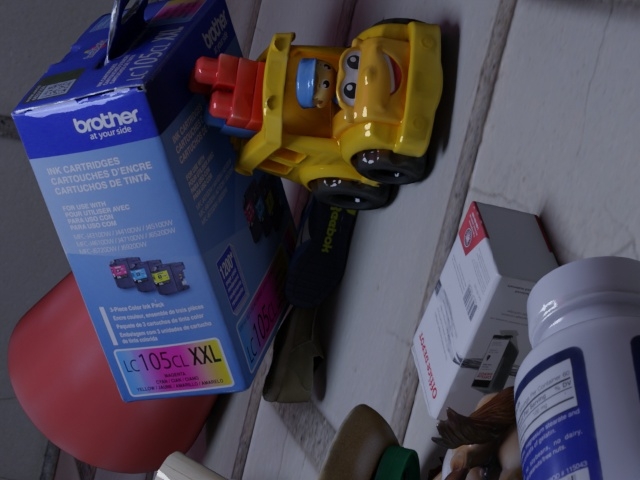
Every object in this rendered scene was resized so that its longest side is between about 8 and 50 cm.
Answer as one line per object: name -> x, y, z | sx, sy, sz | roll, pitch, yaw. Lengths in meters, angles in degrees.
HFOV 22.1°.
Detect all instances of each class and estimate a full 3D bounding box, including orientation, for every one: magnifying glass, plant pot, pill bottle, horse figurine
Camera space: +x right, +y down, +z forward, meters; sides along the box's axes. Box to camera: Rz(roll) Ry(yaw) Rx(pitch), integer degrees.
magnifying glass -> 0.052, 0.263, 1.254 | 0.092, 0.026, 0.231 | -52, -34, -61
plant pot -> -0.220, 0.114, 2.037 | 0.243, 0.275, 0.275 | -51, 30, 40
pill bottle -> 0.165, 0.106, 0.905 | 0.112, 0.112, 0.186 | 118, 157, -47
horse figurine -> 0.098, 0.167, 1.109 | 0.174, 0.066, 0.263 | -49, -13, -34
plant pot -> 0.026, 0.243, 1.248 | 0.236, 0.032, 0.236 | 8, -90, -75

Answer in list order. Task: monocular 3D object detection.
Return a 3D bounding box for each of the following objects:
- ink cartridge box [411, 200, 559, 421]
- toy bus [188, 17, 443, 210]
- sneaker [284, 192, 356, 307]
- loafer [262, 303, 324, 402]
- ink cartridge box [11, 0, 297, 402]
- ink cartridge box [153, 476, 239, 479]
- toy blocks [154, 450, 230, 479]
ink cartridge box -> 0.121, 0.056, 1.199 | 0.099, 0.056, 0.135 | -102, 27, -55
toy bus -> -0.011, -0.131, 1.515 | 0.220, 0.211, 0.149 | 148, 133, -67
sneaker -> 0.000, 0.000, 1.684 | 0.059, 0.053, 0.144 | -148, 78, -73
loafer -> -0.022, 0.115, 1.689 | 0.056, 0.050, 0.148 | -57, 11, 47
ink cartridge box -> -0.158, -0.074, 1.644 | 0.270, 0.151, 0.395 | -66, -39, -59
ink cartridge box -> -0.126, 0.391, 1.740 | 0.198, 0.115, 0.272 | 151, 128, -71
toy blocks -> -0.069, 0.394, 1.429 | 0.288, 0.260, 0.309 | -55, -21, -25
